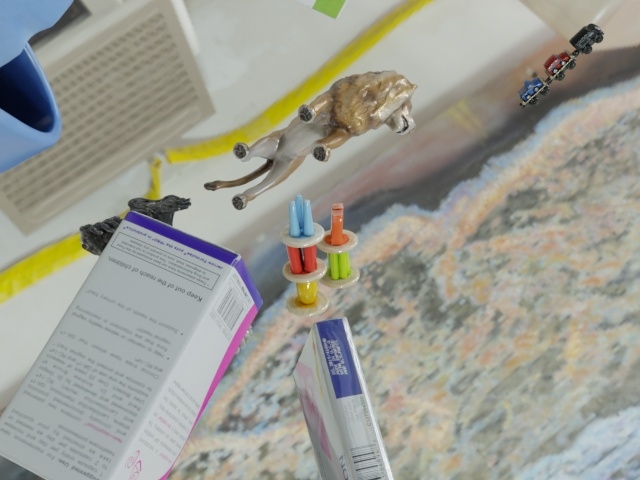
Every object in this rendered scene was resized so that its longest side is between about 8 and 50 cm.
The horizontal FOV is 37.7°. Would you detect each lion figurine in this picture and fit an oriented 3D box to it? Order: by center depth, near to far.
[{"bbox_3d":[-0.019,-0.194,1.724,0.392,0.142,0.240,-17,-166,35],"label":"lion figurine"}]

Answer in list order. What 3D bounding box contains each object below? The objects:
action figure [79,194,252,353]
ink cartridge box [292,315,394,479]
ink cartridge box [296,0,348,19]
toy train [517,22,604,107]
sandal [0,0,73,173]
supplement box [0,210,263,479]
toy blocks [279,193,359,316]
[{"bbox_3d":[-0.173,0.100,1.004,0.164,0.141,0.275,-22,112,-31],"label":"action figure"},{"bbox_3d":[0.028,0.340,1.563,0.071,0.324,0.330,-9,153,-16],"label":"ink cartridge box"},{"bbox_3d":[-0.049,-0.459,1.368,0.255,0.097,0.188,16,112,-36],"label":"ink cartridge box"},{"bbox_3d":[0.348,-0.256,1.378,0.036,0.027,0.158,31,115,-32],"label":"toy train"},{"bbox_3d":[-0.179,-0.053,0.405,0.138,0.126,0.317,6,144,-17],"label":"sandal"},{"bbox_3d":[-0.153,0.106,0.774,0.220,0.114,0.111,-63,163,-20],"label":"supplement box"},{"bbox_3d":[0.000,0.000,1.117,0.123,0.054,0.148,-40,137,-43],"label":"toy blocks"}]
